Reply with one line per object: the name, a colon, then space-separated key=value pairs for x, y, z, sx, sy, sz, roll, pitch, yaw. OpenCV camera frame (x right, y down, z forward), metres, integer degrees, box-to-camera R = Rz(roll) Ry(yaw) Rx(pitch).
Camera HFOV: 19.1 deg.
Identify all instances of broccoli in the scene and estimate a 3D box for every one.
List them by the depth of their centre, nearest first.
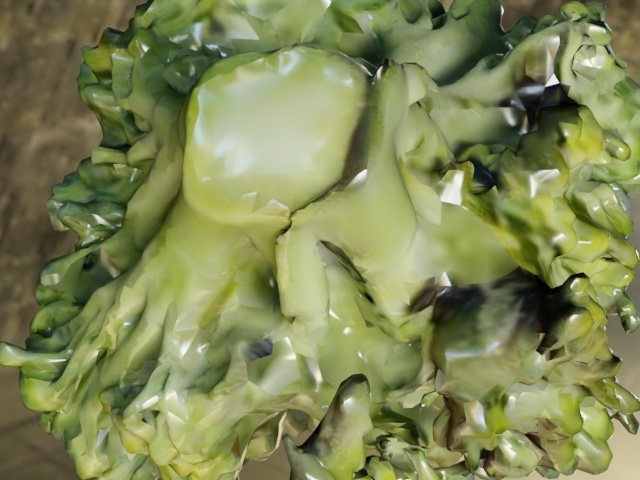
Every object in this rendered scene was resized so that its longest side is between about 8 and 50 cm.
broccoli: x=0.006 y=0.003 z=0.949 sx=0.334 sy=0.324 sz=0.272 roll=13 pitch=17 yaw=15
